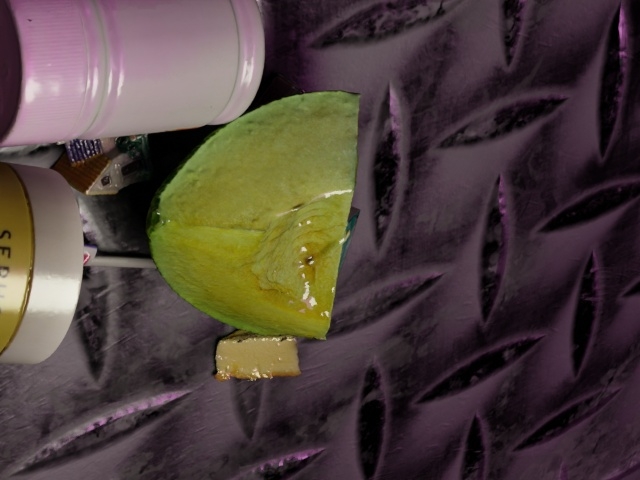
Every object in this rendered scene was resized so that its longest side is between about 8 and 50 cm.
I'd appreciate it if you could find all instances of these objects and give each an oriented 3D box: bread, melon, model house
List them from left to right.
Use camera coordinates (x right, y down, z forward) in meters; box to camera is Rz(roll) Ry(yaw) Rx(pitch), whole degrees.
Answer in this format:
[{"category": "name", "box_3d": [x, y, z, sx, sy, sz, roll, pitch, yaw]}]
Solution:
[{"category": "model house", "box_3d": [-0.272, -0.111, 1.756, 0.100, 0.088, 0.100, -28, 129, -28]}, {"category": "bread", "box_3d": [-0.096, 0.171, 2.118, 0.109, 0.080, 0.084, -24, 129, -32]}, {"category": "melon", "box_3d": [-0.060, -0.001, 1.847, 0.331, 0.226, 0.343, -42, 164, -27]}]

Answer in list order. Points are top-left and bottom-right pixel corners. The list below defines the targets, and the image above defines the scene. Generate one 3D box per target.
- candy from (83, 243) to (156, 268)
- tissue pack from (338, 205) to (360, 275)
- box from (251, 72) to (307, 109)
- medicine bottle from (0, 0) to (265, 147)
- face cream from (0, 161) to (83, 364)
[{"category": "candy", "box_3d": [-0.333, 0.027, 1.805, 0.365, 0.124, 0.124, 5, 114, -53]}, {"category": "tissue pack", "box_3d": [-0.001, 0.001, 2.097, 0.085, 0.079, 0.111, -39, 150, -66]}, {"category": "box", "box_3d": [-0.079, -0.106, 1.953, 0.224, 0.069, 0.120, -51, 139, 1]}, {"category": "medicine bottle", "box_3d": [-0.242, -0.217, 1.623, 0.316, 0.202, 0.202, -9, 123, -39]}, {"category": "face cream", "box_3d": [-0.380, 0.020, 1.514, 0.179, 0.218, 0.218, 6, 113, -37]}]
